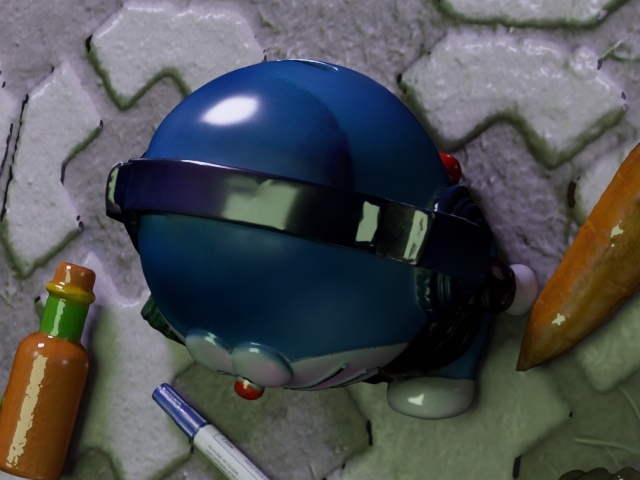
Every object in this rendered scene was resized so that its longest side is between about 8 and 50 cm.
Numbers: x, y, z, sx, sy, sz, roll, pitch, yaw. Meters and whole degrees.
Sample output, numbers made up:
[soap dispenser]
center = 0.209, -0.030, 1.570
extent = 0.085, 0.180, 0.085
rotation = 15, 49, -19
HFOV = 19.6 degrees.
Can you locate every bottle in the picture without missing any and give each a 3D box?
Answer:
[bottle]
center = -0.233, 0.112, 1.607
extent = 0.069, 0.069, 0.187
rotation = 16, 90, 33

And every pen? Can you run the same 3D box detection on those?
[pen]
center = -0.070, 0.184, 1.516
extent = 0.204, 0.025, 0.025
rotation = 41, 105, 31

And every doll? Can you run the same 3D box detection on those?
[doll]
center = 0.000, 0.000, 1.329
extent = 0.284, 0.310, 0.240
rotation = 10, 86, 33

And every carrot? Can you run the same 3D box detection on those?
[carrot]
center = 0.201, 0.019, 1.342
extent = 0.072, 0.072, 0.205
rotation = 48, 111, 28

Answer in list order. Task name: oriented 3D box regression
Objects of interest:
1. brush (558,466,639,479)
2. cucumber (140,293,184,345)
[brush]
center = 0.295, 0.182, 1.251
extent = 0.301, 0.071, 0.084
rotation = -12, 73, 34
[cucumber]
center = -0.053, -0.012, 1.514
extent = 0.115, 0.063, 0.244
rotation = 40, 103, 30
